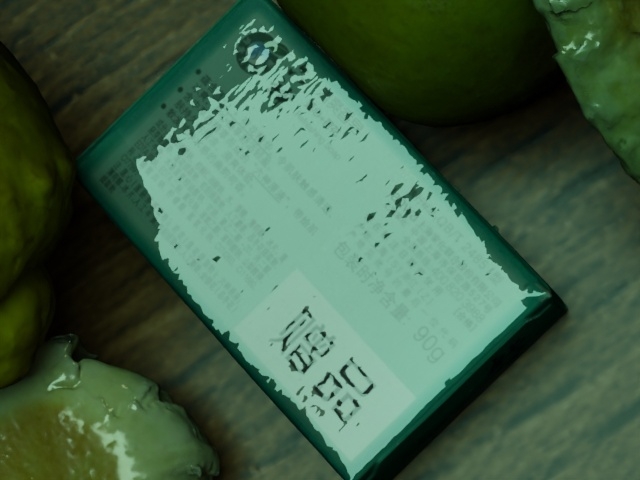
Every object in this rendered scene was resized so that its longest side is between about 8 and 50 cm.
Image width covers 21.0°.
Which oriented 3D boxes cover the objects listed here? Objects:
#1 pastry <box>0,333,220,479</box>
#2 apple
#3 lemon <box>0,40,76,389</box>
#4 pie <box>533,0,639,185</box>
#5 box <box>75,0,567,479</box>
[{"bbox_3d":[-0.138,0.141,0.980,0.165,0.088,0.166,-2,80,12],"label":"pastry"},{"bbox_3d":[0.063,-0.152,0.926,0.196,0.196,0.157,46,103,16],"label":"apple"},{"bbox_3d":[-0.291,-0.036,0.922,0.316,0.285,0.285,8,83,-4],"label":"lemon"},{"bbox_3d":[0.212,-0.141,0.863,0.071,0.306,0.306,-1,78,57],"label":"pie"},{"bbox_3d":[0.000,0.000,0.967,0.153,0.092,0.245,-43,74,5],"label":"box"}]
